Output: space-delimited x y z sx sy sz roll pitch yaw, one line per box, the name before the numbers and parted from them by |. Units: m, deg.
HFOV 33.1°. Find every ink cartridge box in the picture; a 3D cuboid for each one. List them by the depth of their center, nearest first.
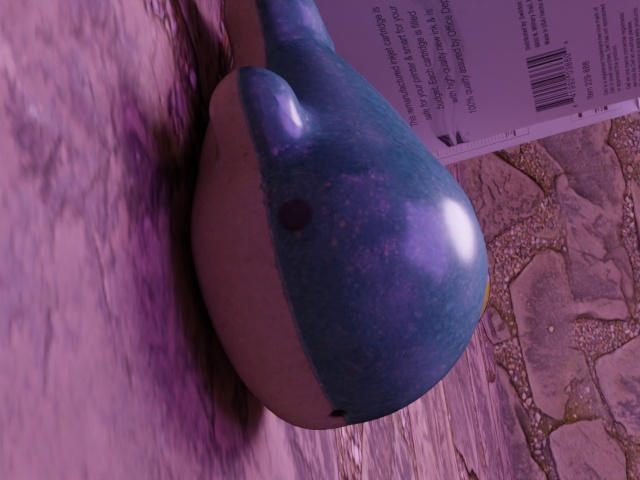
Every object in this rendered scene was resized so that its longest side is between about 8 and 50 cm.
ink cartridge box | 0.097 -0.181 0.796 0.211 0.289 0.122 64 16 -51

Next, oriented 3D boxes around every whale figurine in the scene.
whale figurine | 0.011 -0.035 0.598 0.216 0.141 0.272 58 22 -59

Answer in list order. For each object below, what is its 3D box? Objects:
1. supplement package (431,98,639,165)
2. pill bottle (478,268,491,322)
supplement package | 0.148 -0.214 1.069 0.199 0.262 0.198 -98 171 -60
pill bottle | 0.075 0.031 0.893 0.208 0.119 0.119 26 53 -75
